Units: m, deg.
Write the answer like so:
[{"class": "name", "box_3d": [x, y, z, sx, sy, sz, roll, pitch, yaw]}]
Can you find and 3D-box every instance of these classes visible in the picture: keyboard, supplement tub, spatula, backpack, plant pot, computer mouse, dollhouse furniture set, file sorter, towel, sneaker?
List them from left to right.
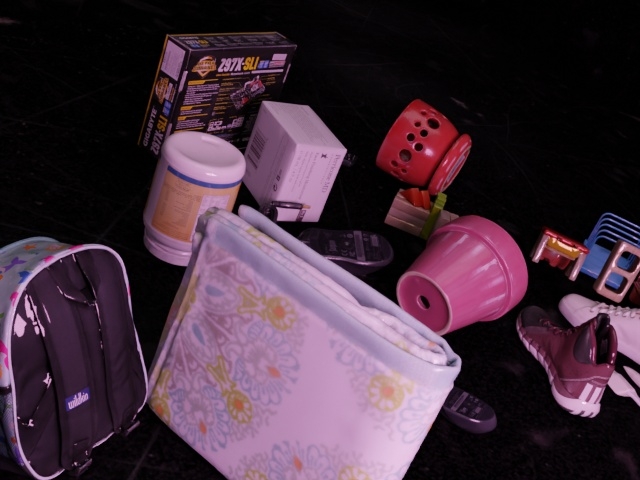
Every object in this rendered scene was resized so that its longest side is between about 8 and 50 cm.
[{"class": "backpack", "box_3d": [-0.329, 0.122, 1.033, 0.191, 0.253, 0.225, 12, 24, 26]}, {"class": "supplement tub", "box_3d": [-0.221, -0.071, 1.483, 0.145, 0.199, 0.144, 17, 30, -10]}, {"class": "towel", "box_3d": [-0.044, 0.170, 1.070, 0.375, 0.320, 0.090, 35, 29, 24]}, {"class": "keyboard", "box_3d": [-0.002, -0.231, 2.073, 0.192, 0.038, 0.100, 21, 29, 1]}, {"class": "computer mouse", "box_3d": [0.000, 0.000, 1.658, 0.262, 0.060, 0.184, 2, 42, -14]}, {"class": "computer mouse", "box_3d": [0.169, 0.246, 1.390, 0.242, 0.041, 0.071, 27, 30, 23]}, {"class": "plant pot", "box_3d": [0.252, -0.215, 2.064, 0.174, 0.191, 0.191, 34, 31, 14]}, {"class": "plant pot", "box_3d": [0.244, 0.078, 1.577, 0.201, 0.201, 0.180, 38, 48, 27]}, {"class": "sneaker", "box_3d": [0.462, 0.172, 1.570, 0.107, 0.162, 0.281, 10, 31, -20]}, {"class": "file sorter", "box_3d": [0.691, 0.021, 2.043, 0.118, 0.104, 0.170, 28, 29, 10]}, {"class": "dollhouse furniture set", "box_3d": [0.645, 0.044, 1.855, 0.374, 0.152, 0.201, 27, 10, 4]}, {"class": "sneaker", "box_3d": [0.624, 0.162, 1.736, 0.290, 0.123, 0.106, 32, 30, 31]}, {"class": "spatula", "box_3d": [0.635, 0.314, 1.602, 0.168, 0.019, 0.242, 11, 30, -30]}]

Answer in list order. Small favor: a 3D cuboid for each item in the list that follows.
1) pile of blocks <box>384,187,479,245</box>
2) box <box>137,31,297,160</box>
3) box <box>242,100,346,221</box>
[{"class": "pile of blocks", "box_3d": [0.304, -0.024, 1.850, 0.362, 0.112, 0.149, 36, 32, 24]}, {"class": "box", "box_3d": [-0.214, -0.309, 1.835, 0.079, 0.257, 0.322, 36, 33, 27]}, {"class": "box", "box_3d": [-0.062, -0.160, 1.761, 0.119, 0.180, 0.182, 1, 36, -33]}]
